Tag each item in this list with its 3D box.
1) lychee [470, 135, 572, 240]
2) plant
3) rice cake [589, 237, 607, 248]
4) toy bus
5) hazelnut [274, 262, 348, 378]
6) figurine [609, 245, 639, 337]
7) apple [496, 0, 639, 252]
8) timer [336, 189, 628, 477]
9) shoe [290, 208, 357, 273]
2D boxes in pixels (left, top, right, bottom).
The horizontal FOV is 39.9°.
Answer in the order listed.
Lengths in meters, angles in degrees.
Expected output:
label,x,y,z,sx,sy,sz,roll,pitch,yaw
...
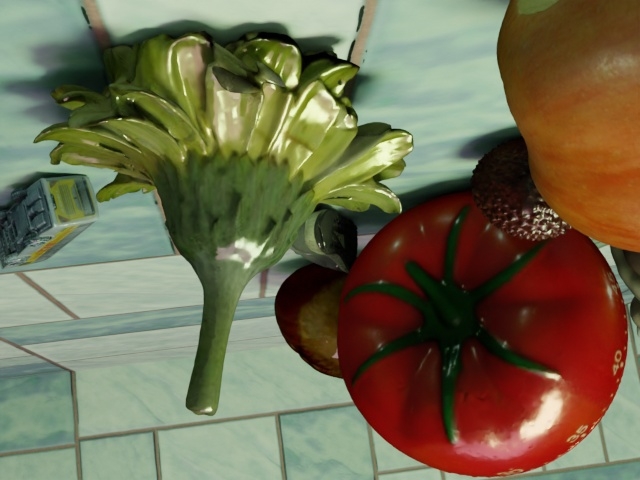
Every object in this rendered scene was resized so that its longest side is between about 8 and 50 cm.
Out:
label,x,y,z,sx,sy,sz,roll,pitch,yaw
lychee,0.233,-0.062,0.986,0.129,0.123,0.123,25,-173,33
plant,-0.078,-0.048,0.715,0.305,0.297,0.261,8,136,0
rice cake,0.482,-0.016,1.478,0.127,0.043,0.237,4,163,-39
toy bus,-0.310,-0.020,0.977,0.075,0.064,0.190,-14,173,-35
hazelnut,0.031,0.123,1.523,0.229,0.230,0.229,-7,167,-2
figurine,0.517,-0.029,1.123,0.203,0.248,0.380,14,152,-7
apple,0.229,-0.101,0.549,0.241,0.242,0.242,-14,166,32
timer,0.214,0.122,1.178,0.378,0.378,0.279,-14,158,28
shoe,0.000,0.000,1.236,0.077,0.074,0.194,1,168,18
